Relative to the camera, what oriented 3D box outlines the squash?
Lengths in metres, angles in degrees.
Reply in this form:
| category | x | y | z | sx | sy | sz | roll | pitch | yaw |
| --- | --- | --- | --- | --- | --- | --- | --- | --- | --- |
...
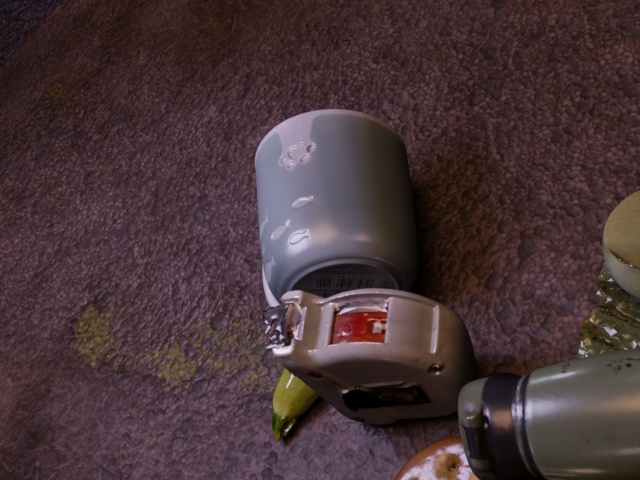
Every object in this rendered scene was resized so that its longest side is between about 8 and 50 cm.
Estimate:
| category | x | y | z | sx | sy | sz | roll | pitch | yaw |
| --- | --- | --- | --- | --- | --- | --- | --- | --- | --- |
| squash | -0.028 | 0.228 | 1.590 | 0.090 | 0.075 | 0.200 | 31 | 79 | 18 |

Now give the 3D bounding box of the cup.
| category | x | y | z | sx | sy | sz | roll | pitch | yaw |
| --- | --- | --- | --- | --- | --- | --- | --- | --- | --- |
| cup | 0.000 | 0.000 | 1.640 | 0.357 | 0.259 | 0.275 | -46 | 37 | 41 |

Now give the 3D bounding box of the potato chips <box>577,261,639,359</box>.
| category | x | y | z | sx | sy | sz | roll | pitch | yaw |
| --- | --- | --- | --- | --- | --- | --- | --- | --- | --- |
| potato chips | 0.556 | 0.099 | 1.313 | 0.429 | 0.070 | 0.359 | 21 | 70 | 40 |

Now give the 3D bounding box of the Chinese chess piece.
| category | x | y | z | sx | sy | sz | roll | pitch | yaw |
| --- | --- | --- | --- | --- | --- | --- | --- | --- | --- |
| Chinese chess piece | 0.480 | 0.002 | 1.349 | 0.188 | 0.083 | 0.188 | -19 | 39 | 16 |

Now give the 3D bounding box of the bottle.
| category | x | y | z | sx | sy | sz | roll | pitch | yaw |
| --- | --- | --- | --- | --- | --- | --- | --- | --- | --- |
| bottle | 0.330 | 0.223 | 1.230 | 0.346 | 0.168 | 0.169 | -11 | 54 | 29 |

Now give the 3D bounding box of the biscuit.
| category | x | y | z | sx | sy | sz | roll | pitch | yaw |
| --- | --- | --- | --- | --- | --- | --- | --- | --- | --- |
| biscuit | 0.191 | 0.374 | 1.357 | 0.220 | 0.066 | 0.221 | -18 | 52 | 25 |

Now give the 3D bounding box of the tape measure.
| category | x | y | z | sx | sy | sz | roll | pitch | yaw |
| --- | --- | --- | --- | --- | --- | --- | --- | --- | --- |
| tape measure | 0.085 | 0.171 | 1.431 | 0.265 | 0.258 | 0.130 | -8 | 53 | 28 |
